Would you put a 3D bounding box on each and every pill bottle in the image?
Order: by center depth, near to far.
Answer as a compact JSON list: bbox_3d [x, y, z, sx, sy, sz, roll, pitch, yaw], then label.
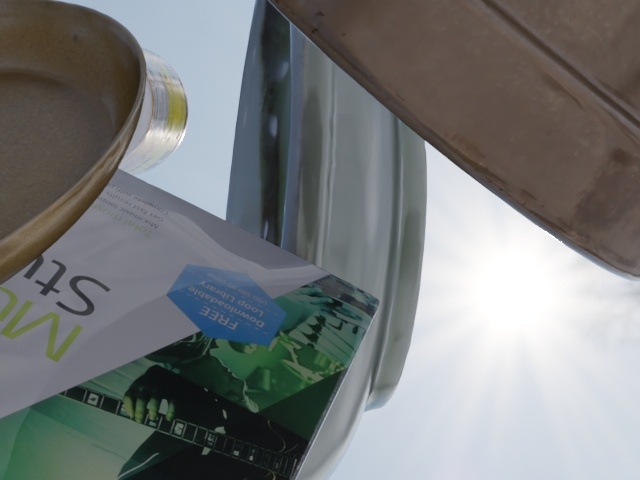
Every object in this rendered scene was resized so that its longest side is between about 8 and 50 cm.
[{"bbox_3d":[-0.187,-0.112,1.457,0.215,0.117,0.117,-14,-85,-82],"label":"pill bottle"}]

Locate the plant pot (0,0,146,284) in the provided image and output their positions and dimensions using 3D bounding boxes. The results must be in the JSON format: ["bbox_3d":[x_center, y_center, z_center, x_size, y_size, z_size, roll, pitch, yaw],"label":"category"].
[{"bbox_3d":[-0.176,-0.022,0.664,0.236,0.236,0.032,-61,-37,-49],"label":"plant pot"}]

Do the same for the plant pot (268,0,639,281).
[{"bbox_3d":[0.117,-0.148,0.765,0.263,0.229,0.263,38,-167,-10],"label":"plant pot"}]

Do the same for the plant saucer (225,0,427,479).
[{"bbox_3d":[0.000,0.000,1.127,0.400,0.100,0.401,-176,90,-83],"label":"plant saucer"}]

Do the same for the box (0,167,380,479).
[{"bbox_3d":[-0.123,0.073,0.766,0.322,0.232,0.058,-61,-4,-55],"label":"box"}]
